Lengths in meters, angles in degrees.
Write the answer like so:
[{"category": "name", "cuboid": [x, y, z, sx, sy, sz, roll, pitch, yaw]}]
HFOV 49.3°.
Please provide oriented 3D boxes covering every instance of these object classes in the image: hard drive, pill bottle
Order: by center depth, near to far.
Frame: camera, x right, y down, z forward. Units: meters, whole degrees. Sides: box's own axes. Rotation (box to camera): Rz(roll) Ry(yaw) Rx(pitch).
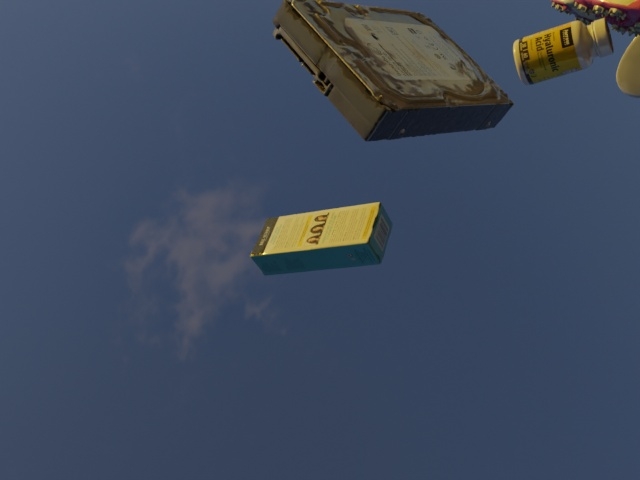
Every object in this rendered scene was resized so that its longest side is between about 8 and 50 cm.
[{"category": "pill bottle", "cuboid": [0.320, -0.251, 0.920, 0.065, 0.116, 0.065, 30, -126, -52]}, {"category": "hard drive", "cuboid": [0.117, -0.256, 1.030, 0.339, 0.064, 0.237, -14, -122, -45]}]

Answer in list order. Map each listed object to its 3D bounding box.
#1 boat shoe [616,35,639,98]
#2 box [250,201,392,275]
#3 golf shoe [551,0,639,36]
[{"category": "boat shoe", "cuboid": [0.732, -0.426, 1.344, 0.136, 0.367, 0.156, 45, -153, 15]}, {"category": "box", "cuboid": [0.000, 0.000, 1.258, 0.244, 0.060, 0.100, -7, -136, 30]}, {"category": "golf shoe", "cuboid": [0.484, -0.421, 1.141, 0.115, 0.140, 0.306, 25, -161, -17]}]
